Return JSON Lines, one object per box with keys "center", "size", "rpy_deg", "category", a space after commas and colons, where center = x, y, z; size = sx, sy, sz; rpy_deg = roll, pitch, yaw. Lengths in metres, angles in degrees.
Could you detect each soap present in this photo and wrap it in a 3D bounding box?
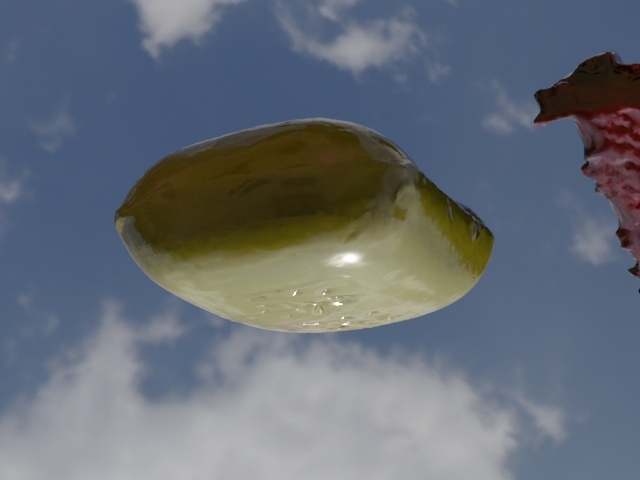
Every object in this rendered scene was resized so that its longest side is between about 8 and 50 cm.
{"center": [0.000, 0.001, 0.391], "size": [0.089, 0.140, 0.045], "rpy_deg": [-8, -105, 20], "category": "soap"}

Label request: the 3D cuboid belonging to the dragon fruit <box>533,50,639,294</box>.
{"center": [0.312, -0.002, 0.729], "size": [0.282, 0.343, 0.100], "rpy_deg": [-5, -140, 37], "category": "dragon fruit"}
